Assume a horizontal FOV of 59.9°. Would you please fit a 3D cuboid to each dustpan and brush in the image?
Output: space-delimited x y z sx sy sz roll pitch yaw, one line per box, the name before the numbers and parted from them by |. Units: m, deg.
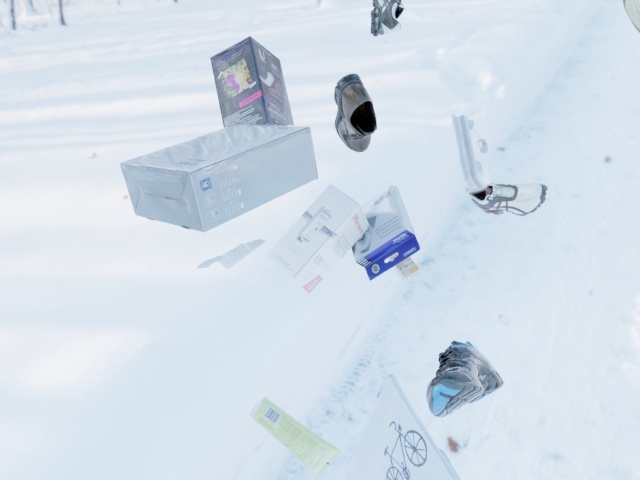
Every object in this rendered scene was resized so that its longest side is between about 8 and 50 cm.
dustpan and brush | -0.280 0.051 1.677 0.211 0.060 0.147 -38 3 -41

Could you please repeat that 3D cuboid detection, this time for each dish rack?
dish rack | 0.619 -0.326 2.206 0.072 0.285 0.333 -16 61 27

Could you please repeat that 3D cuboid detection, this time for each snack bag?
snack bag | 0.160 0.469 1.006 0.037 0.323 0.342 -4 39 -27

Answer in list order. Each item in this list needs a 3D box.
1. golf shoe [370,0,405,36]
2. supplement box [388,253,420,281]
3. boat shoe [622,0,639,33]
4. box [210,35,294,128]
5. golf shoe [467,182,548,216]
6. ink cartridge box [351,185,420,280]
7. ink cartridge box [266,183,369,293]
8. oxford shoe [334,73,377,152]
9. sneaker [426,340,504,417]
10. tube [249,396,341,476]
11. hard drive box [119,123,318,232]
golf shoe | 0.186 -0.654 1.527 0.094 0.198 0.077 2 -9 8
supplement box | 0.276 0.082 1.841 0.062 0.036 0.098 -28 57 -12
boat shoe | 0.744 -0.431 1.148 0.109 0.302 0.098 -56 25 -16
box | -0.185 -0.393 1.547 0.143 0.270 0.165 -19 -16 24
golf shoe | 0.609 -0.140 1.823 0.120 0.105 0.273 20 -14 -29
ink cartridge box | 0.184 -0.020 1.731 0.045 0.223 0.224 11 53 -44
ink cartridge box | 0.000 0.000 1.648 0.117 0.207 0.283 40 84 21
oxford shoe | 0.082 -0.252 1.221 0.083 0.227 0.096 -28 64 -2
sneaker | 0.305 0.309 1.269 0.341 0.125 0.139 15 40 -59
tube | -0.067 0.484 1.378 0.070 0.240 0.062 -43 9 44
hard drive box | -0.149 -0.106 0.846 0.181 0.089 0.232 13 32 42
